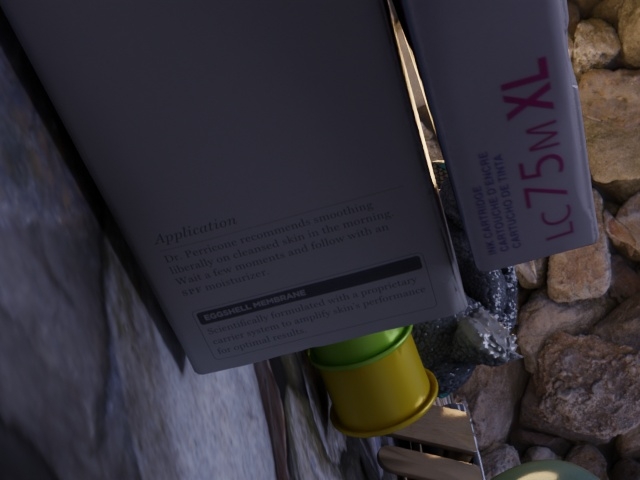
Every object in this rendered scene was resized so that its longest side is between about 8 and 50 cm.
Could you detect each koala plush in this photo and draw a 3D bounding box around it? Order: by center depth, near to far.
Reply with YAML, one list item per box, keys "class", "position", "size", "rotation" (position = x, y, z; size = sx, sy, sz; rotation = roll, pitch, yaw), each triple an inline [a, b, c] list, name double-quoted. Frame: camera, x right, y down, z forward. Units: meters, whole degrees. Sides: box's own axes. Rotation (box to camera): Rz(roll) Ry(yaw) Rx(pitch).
- class: "koala plush"
  position: [0.111, 0.074, 0.881]
  size: [0.203, 0.196, 0.221]
  rotation: [64, 19, -19]

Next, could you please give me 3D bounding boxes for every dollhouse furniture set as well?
- class: "dollhouse furniture set"
  position: [0.074, 0.263, 0.906]
  size: [0.144, 0.123, 0.151]
  rotation: [-91, -161, -59]

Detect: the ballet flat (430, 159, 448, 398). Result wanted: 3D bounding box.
- class: "ballet flat"
  position: [0.185, 0.057, 1.449]
  size: [0.164, 0.182, 0.483]
  rotation: [-41, 152, -35]

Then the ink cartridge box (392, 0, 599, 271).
- class: "ink cartridge box"
  position: [0.056, -0.155, 0.438]
  size: [0.311, 0.065, 0.186]
  rotation: [-93, 165, -49]

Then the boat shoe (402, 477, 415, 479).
- class: "boat shoe"
  position: [0.134, 0.340, 1.075]
  size: [0.059, 0.063, 0.170]
  rotation: [55, 12, -61]

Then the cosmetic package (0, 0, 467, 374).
- class: "cosmetic package"
  position: [-0.033, -0.101, 0.435]
  size: [0.224, 0.138, 0.225]
  rotation: [-94, 168, -54]

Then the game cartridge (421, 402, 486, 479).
- class: "game cartridge"
  position: [0.190, 0.370, 1.194]
  size: [0.198, 0.062, 0.297]
  rotation: [108, -29, -74]

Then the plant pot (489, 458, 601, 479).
- class: "plant pot"
  position: [0.300, 0.481, 1.340]
  size: [0.195, 0.290, 0.290]
  rotation: [7, 62, -42]

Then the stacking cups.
- class: "stacking cups"
  position: [0.000, 0.000, 0.680]
  size: [0.096, 0.096, 0.316]
  rotation: [-88, 158, -65]

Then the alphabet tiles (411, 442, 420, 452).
- class: "alphabet tiles"
  position: [0.124, 0.137, 1.294]
  size: [0.285, 0.011, 0.343]
  rotation: [-89, 174, -65]
